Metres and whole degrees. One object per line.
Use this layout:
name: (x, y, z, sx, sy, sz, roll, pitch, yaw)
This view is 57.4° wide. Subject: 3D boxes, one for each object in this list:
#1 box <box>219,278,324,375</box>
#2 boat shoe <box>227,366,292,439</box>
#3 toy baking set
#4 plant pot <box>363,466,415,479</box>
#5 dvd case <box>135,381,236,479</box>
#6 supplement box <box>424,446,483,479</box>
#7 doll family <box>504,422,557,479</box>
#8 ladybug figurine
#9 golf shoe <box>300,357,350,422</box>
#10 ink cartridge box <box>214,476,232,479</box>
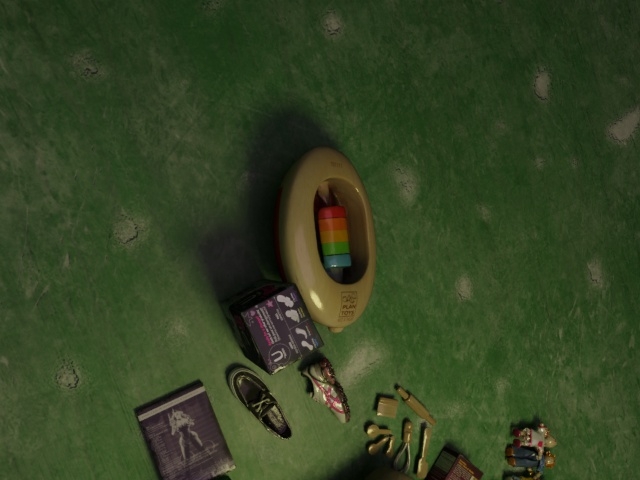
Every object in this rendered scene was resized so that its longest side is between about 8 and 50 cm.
box: (-0.123, 0.191, 1.355, 0.142, 0.247, 0.164, -28, 99, -20)
boat shoe: (-0.142, 0.400, 1.439, 0.077, 0.070, 0.219, -42, 104, -18)
toy baking set: (0.228, 0.533, 1.615, 0.256, 0.030, 0.197, 41, 78, -16)
plant pot: (0.153, 0.741, 1.453, 0.323, 0.323, 0.280, 50, 56, -14)
dvd case: (-0.315, 0.470, 1.377, 0.164, 0.018, 0.221, -22, 88, -21)
supplement box: (0.354, 0.691, 1.632, 0.104, 0.080, 0.188, 41, 75, -16)
doll family: (0.634, 0.683, 1.747, 0.163, 0.118, 0.263, 13, 66, -16)
ladybug figurine: (0.000, 0.000, 1.430, 0.305, 0.161, 0.450, 4, 80, -46)
golf shoe: (0.017, 0.396, 1.516, 0.085, 0.067, 0.186, -25, 100, 6)
ink cartridge box: (-0.221, 0.656, 1.320, 0.092, 0.219, 0.161, 2, 88, -23)
